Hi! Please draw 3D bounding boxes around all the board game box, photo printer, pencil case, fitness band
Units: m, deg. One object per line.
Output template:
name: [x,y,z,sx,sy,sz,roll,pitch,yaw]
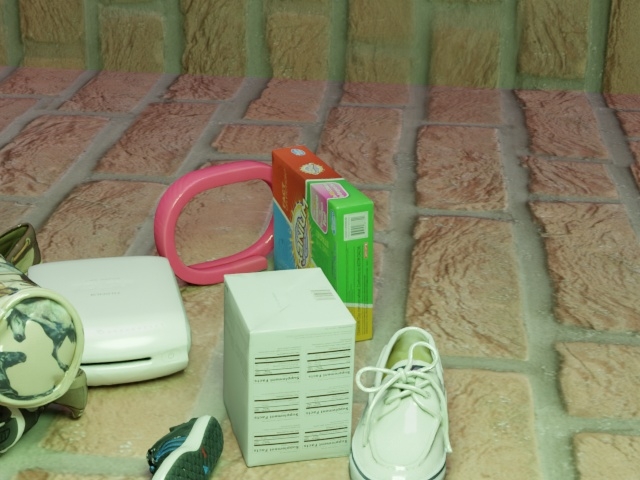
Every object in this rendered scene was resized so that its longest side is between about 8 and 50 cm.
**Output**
board game box: [0.000,0.000,2.119,0.064,0.242,0.316,-9,23,-19]
photo printer: [-0.337,0.126,1.957,0.256,0.107,0.307,-3,22,-12]
pencil case: [-0.470,0.092,1.754,0.183,0.160,0.410,35,-5,-36]
fitness band: [-0.169,-0.034,2.235,0.290,0.209,0.054,-15,26,-37]

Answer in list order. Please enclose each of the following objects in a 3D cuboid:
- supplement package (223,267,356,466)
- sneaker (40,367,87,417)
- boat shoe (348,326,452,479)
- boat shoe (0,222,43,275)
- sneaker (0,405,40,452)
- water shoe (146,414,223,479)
supplement package: [-0.047,0.171,1.732,0.149,0.203,0.194,-4,23,-14]
sneaker: [-0.419,0.212,1.783,0.188,0.071,0.066,6,19,21]
boat shoe: [0.118,0.213,1.696,0.135,0.157,0.367,5,21,9]
boat shoe: [-0.593,0.056,2.098,0.123,0.123,0.342,13,24,28]
sneaker: [-0.513,0.226,1.733,0.271,0.100,0.108,13,11,17]
water shoe: [-0.188,0.295,1.616,0.080,0.073,0.203,-15,12,20]
